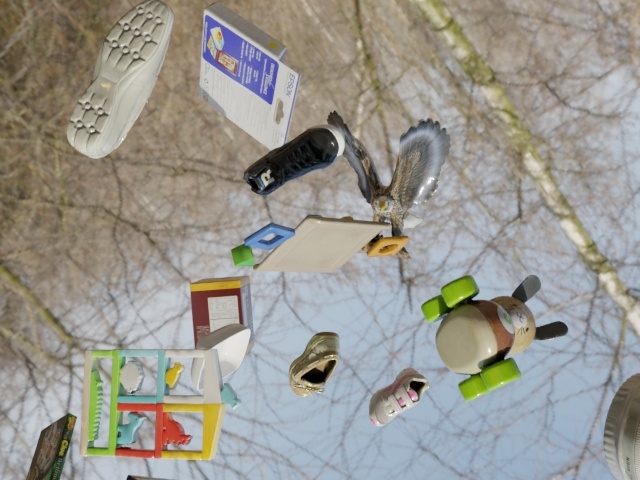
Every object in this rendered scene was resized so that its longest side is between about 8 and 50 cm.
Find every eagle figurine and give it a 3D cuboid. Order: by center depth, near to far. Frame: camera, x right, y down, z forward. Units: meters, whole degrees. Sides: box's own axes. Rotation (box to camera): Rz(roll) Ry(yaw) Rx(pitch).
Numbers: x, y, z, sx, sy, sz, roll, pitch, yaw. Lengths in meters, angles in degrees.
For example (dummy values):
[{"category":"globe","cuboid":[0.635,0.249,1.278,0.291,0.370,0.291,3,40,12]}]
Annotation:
[{"category":"eagle figurine","cuboid":[0.132,-0.112,1.562,0.226,0.298,0.225,-4,-167,-24]}]

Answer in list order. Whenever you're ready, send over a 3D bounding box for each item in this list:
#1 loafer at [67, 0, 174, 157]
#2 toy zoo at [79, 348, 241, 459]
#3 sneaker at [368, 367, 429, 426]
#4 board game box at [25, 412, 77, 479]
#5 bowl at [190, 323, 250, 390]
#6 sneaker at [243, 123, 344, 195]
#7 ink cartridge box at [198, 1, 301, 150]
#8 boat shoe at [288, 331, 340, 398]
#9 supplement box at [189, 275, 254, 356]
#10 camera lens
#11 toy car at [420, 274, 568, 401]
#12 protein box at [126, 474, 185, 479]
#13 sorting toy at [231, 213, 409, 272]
[{"category":"loafer","cuboid":[-0.369,-0.303,1.456,0.319,0.112,0.111,-59,171,0]},{"category":"toy zoo","cuboid":[-0.284,0.288,1.371,0.293,0.192,0.030,-1,170,13]},{"category":"sneaker","cuboid":[0.263,0.519,2.567,0.252,0.103,0.111,-43,-166,-24]},{"category":"board game box","cuboid":[-0.629,0.533,1.753,0.136,0.030,0.260,-30,-141,33]},{"category":"bowl","cuboid":[-0.227,0.247,1.694,0.142,0.053,0.142,-24,142,-45]},{"category":"sneaker","cuboid":[-0.057,-0.132,1.387,0.217,0.079,0.121,-19,-162,51]},{"category":"ink cartridge box","cuboid":[-0.174,-0.400,1.950,0.072,0.307,0.304,-46,165,-34]},{"category":"boat shoe","cuboid":[-0.019,0.363,2.140,0.285,0.104,0.089,112,-25,-45]},{"category":"supplement box","cuboid":[-0.252,0.197,2.008,0.129,0.194,0.191,-4,-179,2]},{"category":"camera lens","cuboid":[0.643,0.343,1.270,0.219,0.219,0.274,-45,-151,-25]},{"category":"toy car","cuboid":[0.270,0.121,1.119,0.188,0.155,0.149,-18,163,-22]},{"category":"protein box","cuboid":[-0.346,0.649,1.725,0.136,0.201,0.200,9,-100,46]},{"category":"sorting toy","cuboid":[0.000,0.000,1.355,0.347,0.047,0.196,4,150,-40]}]
